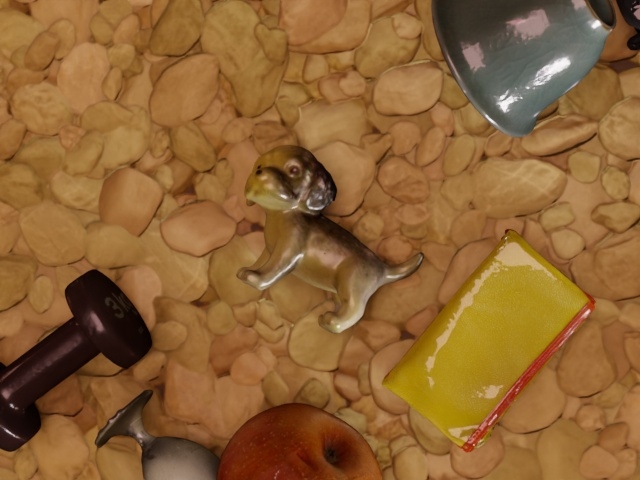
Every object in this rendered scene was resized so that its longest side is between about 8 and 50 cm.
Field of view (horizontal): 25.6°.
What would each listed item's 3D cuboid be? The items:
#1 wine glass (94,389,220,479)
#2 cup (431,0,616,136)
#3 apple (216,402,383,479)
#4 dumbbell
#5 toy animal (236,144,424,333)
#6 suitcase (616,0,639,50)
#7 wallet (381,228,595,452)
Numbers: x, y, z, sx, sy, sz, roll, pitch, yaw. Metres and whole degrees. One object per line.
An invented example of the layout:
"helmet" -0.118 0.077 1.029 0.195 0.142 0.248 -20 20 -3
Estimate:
"wine glass" -0.167 0.287 1.691 0.103 0.103 0.222 -45 82 8
"cup" 0.239 -0.232 1.538 0.150 0.199 0.199 -26 84 32
"apple" -0.019 0.280 1.604 0.201 0.201 0.162 34 121 10
"dumbbell" -0.325 0.145 1.705 0.225 0.140 0.124 -37 93 8
"toy animal" -0.016 0.004 1.656 0.233 0.121 0.168 42 87 6
"suitcase" 0.436 -0.414 1.538 0.339 0.188 0.345 -24 83 5
"wallet" 0.198 0.118 1.637 0.141 0.067 0.241 40 102 5
